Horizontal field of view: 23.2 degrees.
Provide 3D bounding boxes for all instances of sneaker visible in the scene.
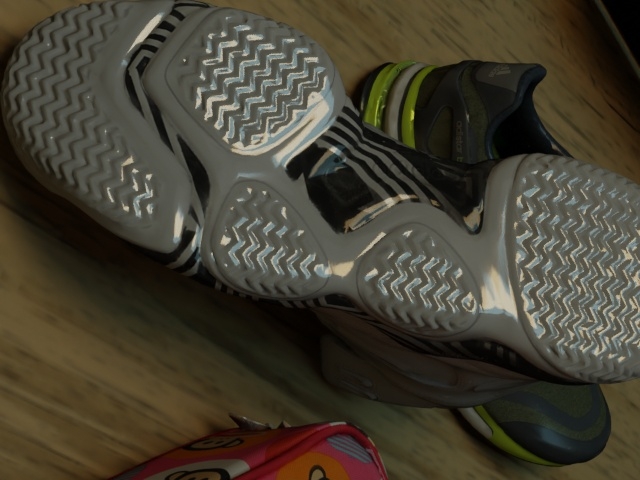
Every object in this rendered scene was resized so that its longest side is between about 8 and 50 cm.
[{"bbox_3d":[0.000,0.000,0.845,0.366,0.210,0.137,20,71,-8],"label":"sneaker"},{"bbox_3d":[0.129,0.018,0.996,0.111,0.121,0.300,-45,117,-43],"label":"sneaker"}]

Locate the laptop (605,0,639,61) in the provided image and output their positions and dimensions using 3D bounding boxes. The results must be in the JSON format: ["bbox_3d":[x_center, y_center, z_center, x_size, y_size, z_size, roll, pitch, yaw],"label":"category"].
[{"bbox_3d":[0.316,-0.181,1.238,0.234,0.137,0.264,53,48,-29],"label":"laptop"}]

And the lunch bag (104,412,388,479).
[{"bbox_3d":[-0.019,0.241,0.787,0.258,0.120,0.293,-20,98,-50],"label":"lunch bag"}]
